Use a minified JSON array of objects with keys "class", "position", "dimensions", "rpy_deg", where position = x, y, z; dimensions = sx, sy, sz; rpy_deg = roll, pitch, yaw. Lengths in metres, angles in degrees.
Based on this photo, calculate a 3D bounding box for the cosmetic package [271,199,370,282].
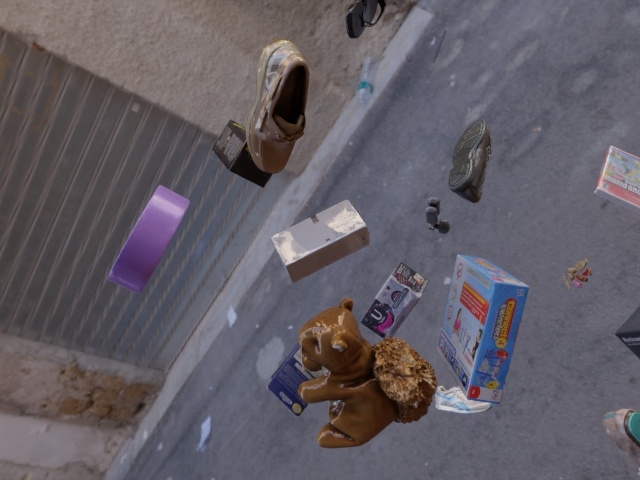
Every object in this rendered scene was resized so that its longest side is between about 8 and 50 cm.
[{"class":"cosmetic package","position":[0.000,0.000,1.245],"dimensions":[0.230,0.086,0.117],"rpy_deg":[-27,50,-7]}]

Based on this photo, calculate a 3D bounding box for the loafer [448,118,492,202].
[{"class":"loafer","position":[0.407,-0.210,1.275],"dimensions":[0.096,0.084,0.268],"rpy_deg":[-23,34,50]}]

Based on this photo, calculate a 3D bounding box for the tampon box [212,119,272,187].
[{"class":"tampon box","position":[-0.204,-0.241,1.317],"dimensions":[0.102,0.120,0.161],"rpy_deg":[-55,41,13]}]

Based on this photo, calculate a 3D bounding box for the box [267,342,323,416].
[{"class":"box","position":[-0.052,0.399,1.436],"dimensions":[0.225,0.136,0.036],"rpy_deg":[-47,6,-33]}]

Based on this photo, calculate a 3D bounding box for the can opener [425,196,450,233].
[{"class":"can opener","position":[0.451,-0.097,1.842],"dimensions":[0.093,0.280,0.074],"rpy_deg":[12,80,21]}]

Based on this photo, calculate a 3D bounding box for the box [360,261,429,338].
[{"class":"box","position":[0.286,0.238,1.862],"dimensions":[0.247,0.142,0.163],"rpy_deg":[-62,-12,29]}]

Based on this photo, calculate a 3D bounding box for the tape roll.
[{"class":"tape roll","position":[-0.443,-0.004,1.236],"dimensions":[0.275,0.090,0.275],"rpy_deg":[-52,19,27]}]

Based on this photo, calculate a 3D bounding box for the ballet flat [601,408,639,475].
[{"class":"ballet flat","position":[0.824,0.542,1.185],"dimensions":[0.107,0.316,0.106],"rpy_deg":[-38,-2,-30]}]

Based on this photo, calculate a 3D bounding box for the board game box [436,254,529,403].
[{"class":"board game box","position":[0.417,0.218,1.273],"dimensions":[0.308,0.086,0.302],"rpy_deg":[-91,11,-79]}]

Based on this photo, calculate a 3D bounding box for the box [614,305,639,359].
[{"class":"box","position":[0.548,0.144,0.600],"dimensions":[0.103,0.184,0.261],"rpy_deg":[-37,-11,-12]}]

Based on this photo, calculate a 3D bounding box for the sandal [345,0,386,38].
[{"class":"sandal","position":[0.084,-0.389,0.799],"dimensions":[0.040,0.067,0.179],"rpy_deg":[2,44,21]}]

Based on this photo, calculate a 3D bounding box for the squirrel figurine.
[{"class":"squirrel figurine","position":[0.124,0.340,1.308],"dimensions":[0.396,0.371,0.281],"rpy_deg":[-5,28,21]}]

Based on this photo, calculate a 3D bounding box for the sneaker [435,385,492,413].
[{"class":"sneaker","position":[0.554,0.622,1.867],"dimensions":[0.228,0.087,0.093],"rpy_deg":[-7,78,37]}]

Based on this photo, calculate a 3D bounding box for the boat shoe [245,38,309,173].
[{"class":"boat shoe","position":[-0.095,-0.277,1.102],"dimensions":[0.110,0.121,0.341],"rpy_deg":[54,150,32]}]

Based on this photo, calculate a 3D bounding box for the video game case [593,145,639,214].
[{"class":"video game case","position":[1.000,-0.187,1.525],"dimensions":[0.285,0.203,0.025],"rpy_deg":[-48,-19,-39]}]

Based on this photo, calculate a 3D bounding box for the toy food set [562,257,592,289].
[{"class":"toy food set","position":[0.866,0.117,1.594],"dimensions":[0.122,0.019,0.078],"rpy_deg":[117,148,-59]}]
